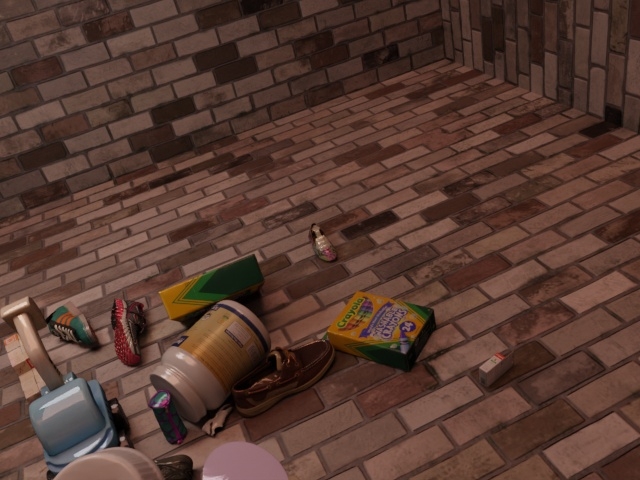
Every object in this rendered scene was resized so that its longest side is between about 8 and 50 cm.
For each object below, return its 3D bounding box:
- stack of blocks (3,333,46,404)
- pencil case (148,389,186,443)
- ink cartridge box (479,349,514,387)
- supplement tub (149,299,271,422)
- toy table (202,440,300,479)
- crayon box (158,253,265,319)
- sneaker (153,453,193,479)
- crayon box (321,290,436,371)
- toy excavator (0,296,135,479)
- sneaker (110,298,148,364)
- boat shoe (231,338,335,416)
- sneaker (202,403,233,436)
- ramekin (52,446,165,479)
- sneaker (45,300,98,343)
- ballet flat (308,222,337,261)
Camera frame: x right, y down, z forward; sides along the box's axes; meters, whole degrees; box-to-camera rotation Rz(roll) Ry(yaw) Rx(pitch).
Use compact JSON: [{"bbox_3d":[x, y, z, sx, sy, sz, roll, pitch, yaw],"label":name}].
[{"bbox_3d":[-0.919,0.433,1.953,0.087,0.171,0.297,-29,37,-21],"label":"stack of blocks"},{"bbox_3d":[-0.428,0.496,1.695,0.064,0.151,0.070,-30,32,-25],"label":"pencil case"},{"bbox_3d":[0.484,0.345,1.656,0.115,0.063,0.029,-31,39,-25],"label":"ink cartridge box"},{"bbox_3d":[-0.322,0.353,1.789,0.228,0.228,0.316,15,46,37],"label":"supplement tub"},{"bbox_3d":[-0.156,0.614,1.415,0.252,0.161,0.274,-26,35,-17],"label":"toy table"},{"bbox_3d":[-0.356,0.166,2.016,0.313,0.106,0.363,-21,-5,-11],"label":"crayon box"},{"bbox_3d":[-0.441,0.639,1.550,0.227,0.087,0.130,-12,27,-6],"label":"sneaker"},{"bbox_3d":[0.166,0.268,1.870,0.323,0.083,0.203,10,40,32],"label":"crayon box"},{"bbox_3d":[-0.709,0.414,1.654,0.222,0.445,0.433,-25,35,-17],"label":"toy excavator"},{"bbox_3d":[-0.654,0.305,2.099,0.112,0.121,0.299,5,33,-28],"label":"sneaker"},{"bbox_3d":[-0.108,0.377,1.775,0.342,0.123,0.123,-28,36,-19],"label":"boat shoe"},{"bbox_3d":[-0.285,0.514,1.726,0.044,0.040,0.109,29,54,25],"label":"sneaker"},{"bbox_3d":[-0.512,0.631,1.424,0.277,0.135,0.277,-1,69,3],"label":"ramekin"},{"bbox_3d":[-0.902,0.319,2.180,0.121,0.108,0.302,-34,30,-26],"label":"sneaker"},{"bbox_3d":[0.000,0.000,2.325,0.077,0.079,0.221,-19,34,-9],"label":"ballet flat"}]
